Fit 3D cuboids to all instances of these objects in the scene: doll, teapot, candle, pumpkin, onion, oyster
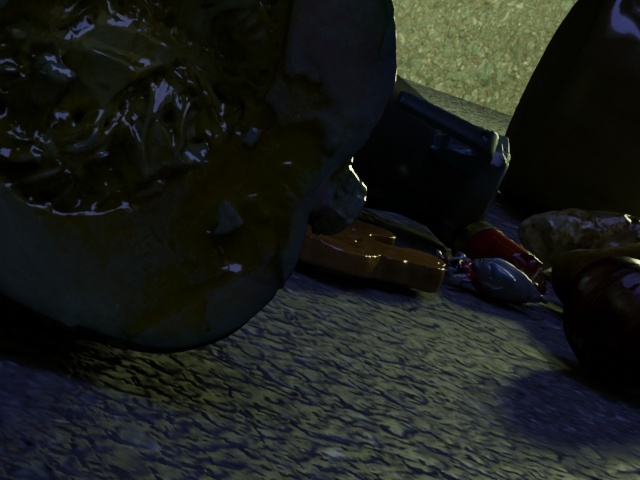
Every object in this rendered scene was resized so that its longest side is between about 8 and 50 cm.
[{"bbox_3d":[0.159,0.034,1.530,0.114,0.039,0.057,16,-5,4],"label":"doll"},{"bbox_3d":[0.072,-0.099,1.664,0.225,0.171,0.203,25,-21,-14],"label":"teapot"},{"bbox_3d":[0.177,0.023,1.596,0.052,0.052,0.130,15,13,-31],"label":"candle"},{"bbox_3d":[-0.108,-0.087,0.970,0.263,0.293,0.197,37,-9,-13],"label":"pumpkin"},{"bbox_3d":[0.259,0.069,1.364,0.117,0.119,0.118,22,10,-20],"label":"onion"},{"bbox_3d":[0.352,0.026,1.835,0.166,0.094,0.294,19,1,37],"label":"oyster"}]

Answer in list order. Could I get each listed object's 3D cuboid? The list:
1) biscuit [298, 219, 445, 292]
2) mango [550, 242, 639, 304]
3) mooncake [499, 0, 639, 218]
[{"bbox_3d":[0.002,0.001,1.406,0.236,0.040,0.144,9,10,-44],"label":"biscuit"},{"bbox_3d":[0.375,0.058,1.568,0.316,0.146,0.193,13,5,11],"label":"mango"},{"bbox_3d":[0.396,-0.185,2.216,0.200,0.378,0.378,27,10,-4],"label":"mooncake"}]
